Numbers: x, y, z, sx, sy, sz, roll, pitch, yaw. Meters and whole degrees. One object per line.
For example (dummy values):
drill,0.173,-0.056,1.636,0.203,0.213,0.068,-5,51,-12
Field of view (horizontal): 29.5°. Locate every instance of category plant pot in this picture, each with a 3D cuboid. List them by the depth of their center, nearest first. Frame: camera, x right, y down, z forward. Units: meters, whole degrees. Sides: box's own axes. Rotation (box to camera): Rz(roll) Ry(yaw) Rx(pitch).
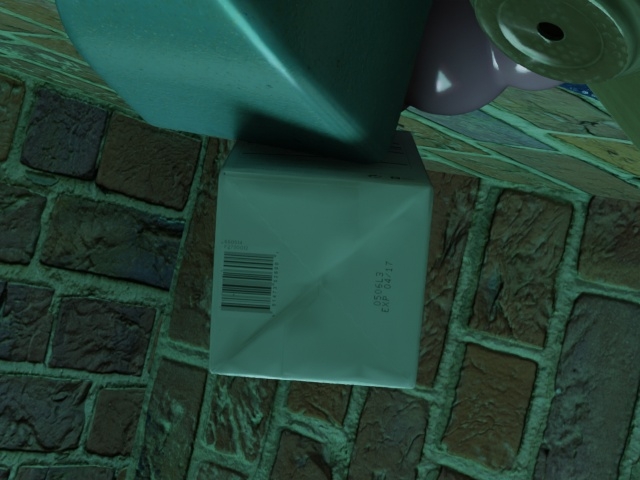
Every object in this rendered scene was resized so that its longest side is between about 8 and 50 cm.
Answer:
plant pot,0.184,-0.191,0.871,0.237,0.110,0.237,26,159,11
plant pot,-0.068,-0.231,0.957,0.248,0.247,0.252,12,170,26

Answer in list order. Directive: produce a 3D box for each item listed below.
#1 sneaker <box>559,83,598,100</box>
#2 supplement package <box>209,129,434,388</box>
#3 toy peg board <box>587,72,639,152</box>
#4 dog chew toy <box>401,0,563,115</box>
sneaker,0.270,-0.210,1.276,0.232,0.090,0.081,14,175,-39
supplement package,0.000,0.000,1.114,0.175,0.177,0.293,4,-167,0
toy peg board,0.307,-0.158,0.989,0.079,0.161,0.160,-16,156,-46
dog chew toy,0.102,-0.206,1.140,0.332,0.206,0.206,3,175,23
